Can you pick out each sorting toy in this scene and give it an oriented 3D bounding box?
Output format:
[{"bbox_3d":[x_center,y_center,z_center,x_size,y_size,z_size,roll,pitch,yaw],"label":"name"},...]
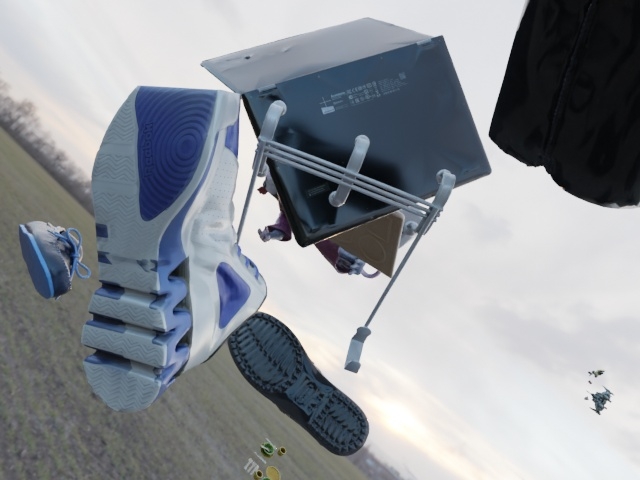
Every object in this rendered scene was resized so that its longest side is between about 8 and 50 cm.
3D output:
[{"bbox_3d":[0.079,-0.035,1.108,0.193,0.038,0.208,33,-31,24],"label":"sorting toy"}]

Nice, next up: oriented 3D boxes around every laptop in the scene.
[{"bbox_3d":[0.035,-0.233,1.025,0.408,0.382,0.236,69,-16,-1],"label":"laptop"}]

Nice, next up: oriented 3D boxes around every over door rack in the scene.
[{"bbox_3d":[0.000,0.000,0.738,0.239,0.108,0.324,21,-57,-1],"label":"over door rack"}]

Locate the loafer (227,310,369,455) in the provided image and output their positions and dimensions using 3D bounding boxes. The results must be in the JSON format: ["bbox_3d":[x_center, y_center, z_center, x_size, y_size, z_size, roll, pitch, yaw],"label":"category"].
[{"bbox_3d":[-0.058,0.301,1.143,0.366,0.134,0.130,45,-19,20],"label":"loafer"}]

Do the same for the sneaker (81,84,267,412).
[{"bbox_3d":[-0.138,0.004,0.588,0.127,0.315,0.182,14,6,21],"label":"sneaker"}]

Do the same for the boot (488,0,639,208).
[{"bbox_3d":[0.328,-0.165,0.475,0.367,0.146,0.445,55,-16,31],"label":"boot"}]

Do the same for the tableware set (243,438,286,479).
[{"bbox_3d":[-0.144,0.630,1.567,0.104,0.024,0.154,44,25,6],"label":"tableware set"}]

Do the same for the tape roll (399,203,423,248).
[{"bbox_3d":[0.167,-0.039,1.478,0.219,0.219,0.072,67,-2,-62],"label":"tape roll"}]

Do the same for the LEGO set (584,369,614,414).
[{"bbox_3d":[0.489,0.268,0.969,0.023,0.054,0.083,-152,-142,-80],"label":"LEGO set"}]

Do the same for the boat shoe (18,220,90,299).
[{"bbox_3d":[-0.441,0.013,0.924,0.258,0.089,0.109,36,-54,48],"label":"boat shoe"}]

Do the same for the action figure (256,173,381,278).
[{"bbox_3d":[-0.010,-0.088,1.366,0.370,0.248,0.275,34,14,39],"label":"action figure"}]
